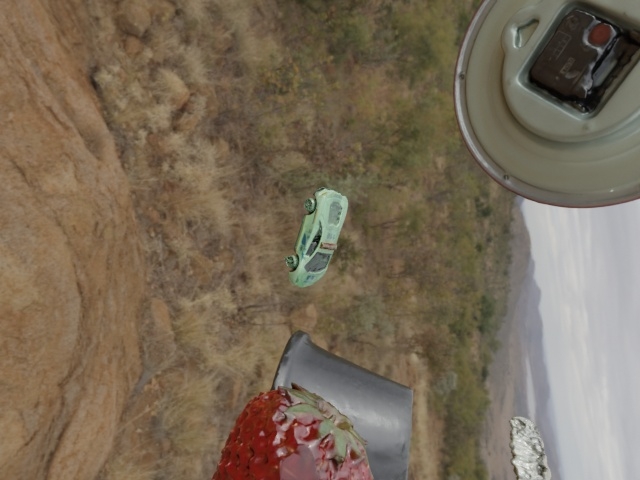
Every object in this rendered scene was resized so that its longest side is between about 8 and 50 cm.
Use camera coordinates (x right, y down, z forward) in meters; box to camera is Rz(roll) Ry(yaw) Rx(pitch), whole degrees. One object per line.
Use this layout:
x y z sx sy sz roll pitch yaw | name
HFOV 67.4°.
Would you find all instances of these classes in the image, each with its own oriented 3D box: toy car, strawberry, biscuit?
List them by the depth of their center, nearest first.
-0.060 0.328 0.653 0.205 0.244 0.205 41 1 -1 | strawberry
0.000 0.000 0.855 0.093 0.058 0.186 9 102 -52 | toy car
0.511 0.583 1.140 0.179 0.084 0.281 53 35 -39 | biscuit

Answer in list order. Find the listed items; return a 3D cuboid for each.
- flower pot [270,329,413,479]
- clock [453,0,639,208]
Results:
0.039 0.380 0.906 0.379 0.250 0.380 8 90 -81 | flower pot
0.228 -0.149 0.410 0.056 0.244 0.245 -4 85 -46 | clock
